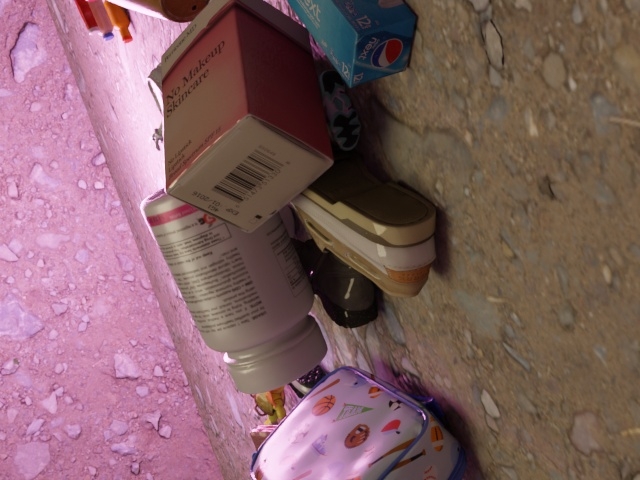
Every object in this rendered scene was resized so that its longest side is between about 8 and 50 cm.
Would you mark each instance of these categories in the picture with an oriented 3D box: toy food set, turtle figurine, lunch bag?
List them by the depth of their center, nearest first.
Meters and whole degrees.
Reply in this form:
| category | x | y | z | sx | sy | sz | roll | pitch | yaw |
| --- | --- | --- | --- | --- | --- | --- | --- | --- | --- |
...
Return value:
| category | x | y | z | sx | sy | sz | roll | pitch | yaw |
| --- | --- | --- | --- | --- | --- | --- | --- | --- | --- |
| lunch bag | 0.047 | 0.289 | 1.156 | 0.115 | 0.243 | 0.303 | 50 | 168 | -22 |
| turtle figurine | -0.092 | 0.329 | 1.797 | 0.269 | 0.087 | 0.217 | 58 | 159 | 27 |
| toy food set | -0.454 | -0.497 | 1.892 | 0.104 | 0.111 | 0.232 | 66 | 164 | 4 |

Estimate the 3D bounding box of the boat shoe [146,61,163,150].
| category | x | y | z | sx | sy | sz | roll | pitch | yaw |
| --- | --- | --- | --- | --- | --- | --- | --- | --- | --- |
| boat shoe | -0.176 | -0.103 | 1.273 | 0.320 | 0.103 | 0.118 | 66 | 162 | -4 |

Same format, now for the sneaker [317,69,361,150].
| category | x | y | z | sx | sy | sz | roll | pitch | yaw |
| --- | --- | --- | --- | --- | --- | --- | --- | --- | --- |
| sneaker | 0.017 | -0.148 | 1.065 | 0.069 | 0.038 | 0.098 | 146 | 112 | -73 |

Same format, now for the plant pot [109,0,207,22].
| category | x | y | z | sx | sy | sz | roll | pitch | yaw |
| --- | --- | --- | --- | --- | --- | --- | --- | --- | --- |
| plant pot | -0.257 | -0.430 | 1.288 | 0.254 | 0.237 | 0.237 | 42 | 151 | 25 |

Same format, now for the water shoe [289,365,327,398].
| category | x | y | z | sx | sy | sz | roll | pitch | yaw |
| --- | --- | --- | --- | --- | --- | --- | --- | --- | --- |
| water shoe | -0.046 | 0.241 | 1.598 | 0.203 | 0.073 | 0.080 | 40 | 148 | 57 |

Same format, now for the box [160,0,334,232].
| category | x | y | z | sx | sy | sz | roll | pitch | yaw |
| --- | --- | --- | --- | --- | --- | --- | --- | --- | --- |
| box | -0.091 | -0.153 | 1.021 | 0.148 | 0.127 | 0.232 | -39 | 43 | 30 |

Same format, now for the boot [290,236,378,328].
| category | x | y | z | sx | sy | sz | roll | pitch | yaw |
| --- | --- | --- | --- | --- | --- | --- | --- | --- | --- |
| boot | 0.000 | 0.000 | 1.225 | 0.246 | 0.083 | 0.161 | 33 | 136 | 49 |

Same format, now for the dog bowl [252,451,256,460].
| category | x | y | z | sx | sy | sz | roll | pitch | yaw |
| --- | --- | --- | --- | --- | --- | --- | --- | --- | --- |
| dog bowl | -0.028 | 0.534 | 1.803 | 0.297 | 0.074 | 0.166 | 48 | 153 | 27 |

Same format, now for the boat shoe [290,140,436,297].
| category | x | y | z | sx | sy | sz | roll | pitch | yaw |
| --- | --- | --- | --- | --- | --- | --- | --- | --- | --- |
| boat shoe | 0.023 | -0.033 | 1.045 | 0.302 | 0.113 | 0.103 | 43 | 143 | 52 |

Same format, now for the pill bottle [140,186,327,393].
| category | x | y | z | sx | sy | sz | roll | pitch | yaw |
| --- | --- | --- | --- | --- | --- | --- | --- | --- | --- |
| pill bottle | -0.105 | 0.046 | 1.167 | 0.283 | 0.160 | 0.160 | 67 | 162 | -12 |

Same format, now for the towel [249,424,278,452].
| category | x | y | z | sx | sy | sz | roll | pitch | yaw |
| --- | --- | --- | --- | --- | --- | --- | --- | --- | --- |
| towel | 0.012 | 0.483 | 1.617 | 0.237 | 0.037 | 0.329 | -9 | 104 | 42 |

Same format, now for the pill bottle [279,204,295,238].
| category | x | y | z | sx | sy | sz | roll | pitch | yaw |
| --- | --- | --- | --- | --- | --- | --- | --- | --- | --- |
| pill bottle | -0.123 | 0.037 | 1.478 | 0.146 | 0.146 | 0.264 | 60 | 160 | 25 |

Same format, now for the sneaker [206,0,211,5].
| category | x | y | z | sx | sy | sz | roll | pitch | yaw |
| --- | --- | --- | --- | --- | --- | --- | --- | --- | --- |
| sneaker | -0.119 | -0.364 | 1.173 | 0.075 | 0.063 | 0.170 | 66 | 156 | 9 |

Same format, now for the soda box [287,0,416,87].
| category | x | y | z | sx | sy | sz | roll | pitch | yaw |
| --- | --- | --- | --- | --- | --- | --- | --- | --- | --- |
| soda box | 0.013 | -0.255 | 0.905 | 0.210 | 0.067 | 0.071 | 58 | 158 | 30 |
